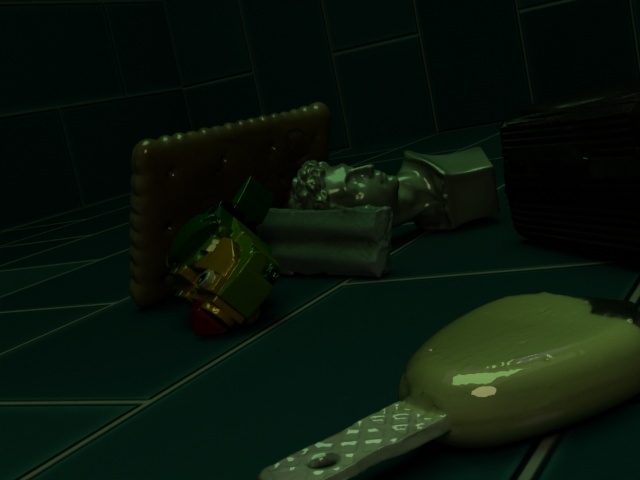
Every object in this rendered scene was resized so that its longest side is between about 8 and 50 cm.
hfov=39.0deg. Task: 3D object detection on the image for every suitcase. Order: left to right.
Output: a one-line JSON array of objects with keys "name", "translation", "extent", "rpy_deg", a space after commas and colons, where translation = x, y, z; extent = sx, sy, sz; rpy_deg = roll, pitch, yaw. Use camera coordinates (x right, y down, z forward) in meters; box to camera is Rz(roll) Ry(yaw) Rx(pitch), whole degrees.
[{"name": "suitcase", "translation": [0.339, -0.072, 0.883], "extent": [0.229, 0.152, 0.335], "rpy_deg": [-12, 7, -11]}]

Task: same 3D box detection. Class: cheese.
[{"name": "cheese", "translation": [0.075, 0.089, 0.509], "extent": [0.251, 0.054, 0.127], "rpy_deg": [-19, 12, -33]}]

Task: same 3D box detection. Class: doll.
[{"name": "doll", "translation": [-0.094, 0.022, 0.934], "extent": [0.134, 0.106, 0.186], "rpy_deg": [-43, 25, 9]}]

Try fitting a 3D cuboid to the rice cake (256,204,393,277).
[{"name": "rice cake", "translation": [0.000, 0.000, 1.058], "extent": [0.040, 0.085, 0.226], "rpy_deg": [-15, 10, -41]}]

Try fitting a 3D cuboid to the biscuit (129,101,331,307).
[{"name": "biscuit", "translation": [-0.102, -0.050, 1.139], "extent": [0.044, 0.217, 0.324], "rpy_deg": [24, 29, 37]}]

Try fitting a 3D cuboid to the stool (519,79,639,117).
[{"name": "stool", "translation": [0.386, -0.132, 1.192], "extent": [0.232, 0.141, 0.232], "rpy_deg": [-11, 8, 2]}]

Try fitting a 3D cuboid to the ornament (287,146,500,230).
[{"name": "ornament", "translation": [0.094, -0.052, 1.176], "extent": [0.285, 0.130, 0.120], "rpy_deg": [-6, 24, -18]}]
